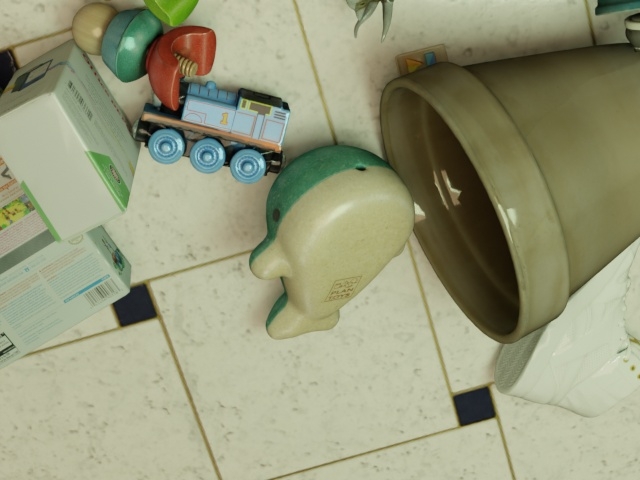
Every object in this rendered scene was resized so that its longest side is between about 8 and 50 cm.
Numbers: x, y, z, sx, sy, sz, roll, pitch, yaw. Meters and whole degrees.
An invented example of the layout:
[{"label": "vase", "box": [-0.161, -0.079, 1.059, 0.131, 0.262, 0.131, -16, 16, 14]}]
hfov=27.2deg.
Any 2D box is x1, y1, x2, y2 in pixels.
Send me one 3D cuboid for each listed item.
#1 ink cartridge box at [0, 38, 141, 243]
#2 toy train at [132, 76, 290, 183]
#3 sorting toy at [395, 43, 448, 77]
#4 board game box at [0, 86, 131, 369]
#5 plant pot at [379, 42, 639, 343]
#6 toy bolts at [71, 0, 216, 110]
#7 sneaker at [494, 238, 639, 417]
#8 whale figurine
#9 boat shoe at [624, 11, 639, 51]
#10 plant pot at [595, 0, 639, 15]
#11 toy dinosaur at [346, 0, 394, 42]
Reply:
[{"label": "ink cartridge box", "box": [-0.280, -0.115, 1.468, 0.093, 0.212, 0.154, -26, 113, 10]}, {"label": "toy train", "box": [-0.124, -0.133, 1.547, 0.184, 0.080, 0.105, 14, 102, -7]}, {"label": "sorting toy", "box": [0.127, -0.187, 1.574, 0.062, 0.012, 0.083, -15, 113, 2]}, {"label": "board game box", "box": [-0.400, -0.016, 1.564, 0.224, 0.097, 0.303, -30, 113, 7]}, {"label": "plant pot", "box": [0.262, -0.083, 1.495, 0.280, 0.323, 0.323, -24, 113, -12]}, {"label": "toy bolts", "box": [-0.190, -0.284, 1.456, 0.158, 0.218, 0.228, 24, 134, 13]}, {"label": "sneaker", "box": [0.360, 0.092, 1.669, 0.169, 0.108, 0.292, 20, 114, -19]}, {"label": "whale figurine", "box": [0.000, 0.000, 1.592, 0.216, 0.141, 0.272, -11, 141, -30]}, {"label": "boat shoe", "box": [0.456, -0.218, 1.452, 0.335, 0.112, 0.095, -16, 107, -40]}, {"label": "plant pot", "box": [0.409, -0.384, 1.392, 0.271, 0.271, 0.255, -10, 98, 0]}, {"label": "toy dinosaur", "box": [0.152, -0.362, 1.466, 0.313, 0.121, 0.160, -23, 124, 0]}]
